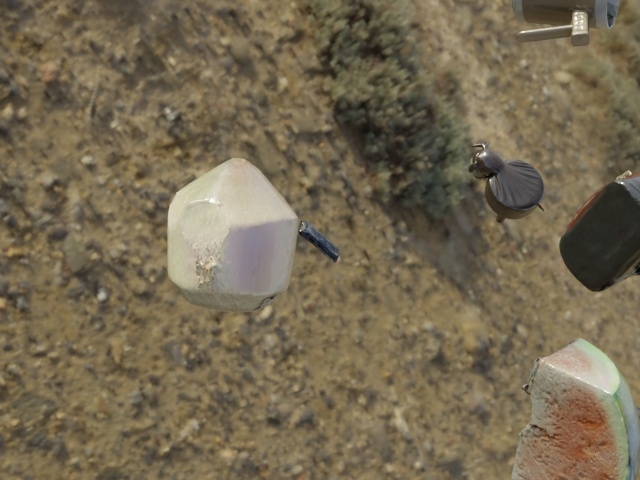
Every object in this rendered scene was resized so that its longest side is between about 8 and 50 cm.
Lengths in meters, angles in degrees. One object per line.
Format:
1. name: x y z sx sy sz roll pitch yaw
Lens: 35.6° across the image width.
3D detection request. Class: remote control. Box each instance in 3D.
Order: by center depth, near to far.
1. remote control: 0.000 0.000 1.760 0.096 0.014 0.039 40 35 -27

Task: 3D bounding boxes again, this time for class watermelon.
1. watermelon: 0.365 0.310 1.452 0.224 0.180 0.305 -73 171 -69

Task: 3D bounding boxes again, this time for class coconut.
1. coconut: -0.142 -0.012 1.572 0.224 0.224 0.234 -36 133 -58

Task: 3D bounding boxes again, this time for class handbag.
1. handbag: 0.609 -0.028 1.979 0.181 0.254 0.181 -17 59 -38

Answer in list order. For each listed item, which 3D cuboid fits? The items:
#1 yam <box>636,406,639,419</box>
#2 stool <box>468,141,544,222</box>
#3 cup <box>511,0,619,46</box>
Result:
1. yam: 0.605 0.398 2.073 0.280 0.131 0.131 9 60 -62
2. stool: 0.409 -0.127 2.237 0.217 0.121 0.125 40 73 6
3. cup: 0.249 -0.243 1.024 0.074 0.099 0.102 18 83 -65
